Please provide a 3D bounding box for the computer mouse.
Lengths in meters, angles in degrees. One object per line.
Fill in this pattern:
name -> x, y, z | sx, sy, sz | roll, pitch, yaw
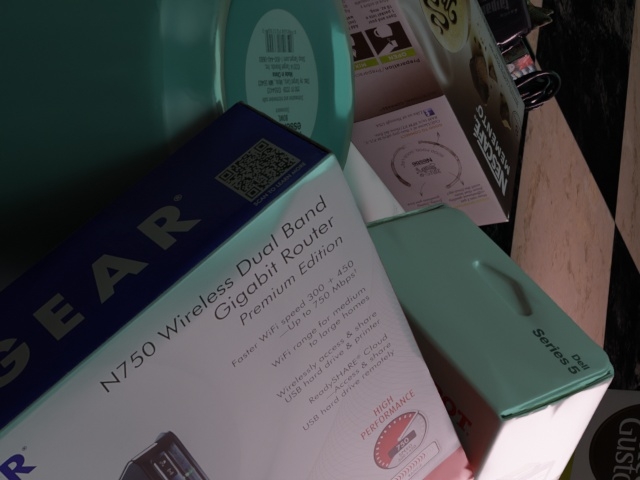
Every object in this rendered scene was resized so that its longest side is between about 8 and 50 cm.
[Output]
computer mouse -> 0.132, -0.226, 1.159 | 0.060, 0.184, 0.262 | -109, 175, -52

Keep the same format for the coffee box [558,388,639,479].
coffee box -> 0.339, 0.406, 1.384 | 0.338, 0.334, 0.338 | 62, 38, -45

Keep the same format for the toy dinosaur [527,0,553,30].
toy dinosaur -> 0.175, -0.325, 1.280 | 0.200, 0.127, 0.296 | 66, 21, -9

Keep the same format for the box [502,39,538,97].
box -> 0.182, -0.166, 1.275 | 0.094, 0.137, 0.027 | 43, 24, -55

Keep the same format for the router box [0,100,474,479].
router box -> -0.091, 0.145, 0.607 | 0.335, 0.082, 0.301 | -41, 135, -16

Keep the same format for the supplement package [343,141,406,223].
supplement package -> 0.000, 0.000, 0.937 | 0.179, 0.105, 0.105 | 47, 51, -56

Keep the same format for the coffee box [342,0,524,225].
coffee box -> 0.078, -0.162, 1.024 | 0.297, 0.119, 0.168 | 56, 35, -38

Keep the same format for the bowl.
bowl -> -0.087, -0.097, 0.694 | 0.311, 0.163, 0.311 | -1, 92, -63

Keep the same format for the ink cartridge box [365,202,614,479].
ink cartridge box -> 0.078, 0.140, 0.863 | 0.115, 0.198, 0.273 | -15, 137, -32
